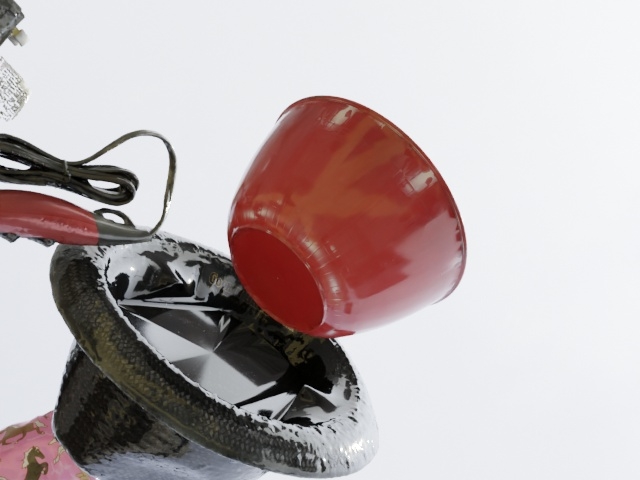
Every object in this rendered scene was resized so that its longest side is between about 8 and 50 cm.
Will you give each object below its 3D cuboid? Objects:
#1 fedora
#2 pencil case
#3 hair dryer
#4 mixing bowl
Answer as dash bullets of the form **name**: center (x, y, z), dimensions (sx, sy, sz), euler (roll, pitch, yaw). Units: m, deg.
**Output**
- **fedora**: center (-0.110, 0.129, 0.800), dimensions (0.152, 0.334, 0.334), euler (-53, -128, 16)
- **pencil case**: center (-0.485, 0.382, 1.413), dimensions (0.386, 0.167, 0.160), euler (-26, -150, 3)
- **hair dryer**: center (-0.231, -0.025, 0.644), dimensions (0.080, 0.223, 0.294), euler (-18, -148, 55)
- **mixing bowl**: center (0.000, 0.000, 0.656), dimensions (0.181, 0.181, 0.098), euler (26, -131, 32)
